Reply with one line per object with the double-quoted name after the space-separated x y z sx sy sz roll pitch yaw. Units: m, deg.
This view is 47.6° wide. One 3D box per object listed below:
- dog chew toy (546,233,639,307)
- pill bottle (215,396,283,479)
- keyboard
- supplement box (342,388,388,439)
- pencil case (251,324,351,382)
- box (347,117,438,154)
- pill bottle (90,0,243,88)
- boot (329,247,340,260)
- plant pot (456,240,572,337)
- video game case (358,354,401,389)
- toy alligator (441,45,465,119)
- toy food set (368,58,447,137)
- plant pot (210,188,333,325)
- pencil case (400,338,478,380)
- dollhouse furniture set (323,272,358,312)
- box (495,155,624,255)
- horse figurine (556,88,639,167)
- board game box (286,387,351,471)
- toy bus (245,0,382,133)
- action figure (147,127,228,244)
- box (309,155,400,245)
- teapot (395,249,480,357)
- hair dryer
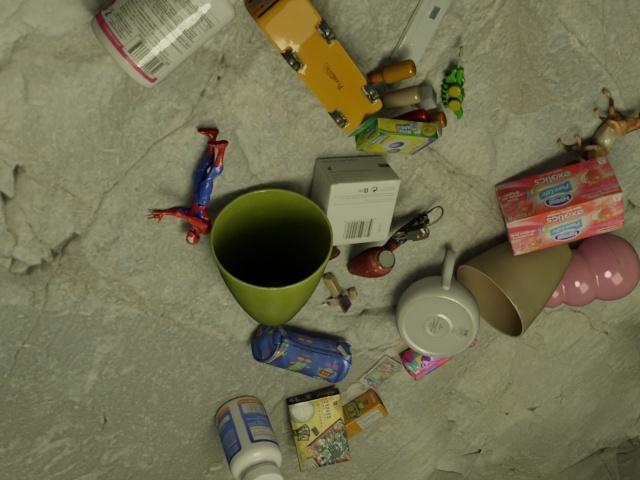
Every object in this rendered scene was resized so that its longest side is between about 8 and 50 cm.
0.787 0.108 2.199 0.331 0.207 0.207 -19 132 1 "dog chew toy"
-0.197 0.592 2.067 0.152 0.272 0.152 -13 130 -15 "pill bottle"
0.240 -0.500 1.580 0.072 0.014 0.256 8 123 -36 "keyboard"
0.096 0.575 2.322 0.233 0.078 0.080 -32 130 0 "supplement box"
-0.042 0.311 2.017 0.306 0.119 0.133 22 144 -37 "pencil case"
0.158 -0.230 1.603 0.179 0.043 0.105 2 164 -26 "box"
-0.256 -0.422 1.308 0.283 0.160 0.160 -38 132 7 "pill bottle"
0.000 0.000 1.851 0.106 0.037 0.114 -15 126 -17 "boot"
0.578 0.095 2.074 0.274 0.256 0.256 -37 134 -14 "plant pot"
0.187 0.415 2.281 0.122 0.011 0.087 -44 131 13 "video game case"
0.307 -0.368 1.690 0.051 0.056 0.190 9 134 20 "toy alligator"
0.202 -0.302 1.664 0.104 0.111 0.232 -9 153 28 "toy food set"
-0.114 0.073 1.730 0.274 0.275 0.293 -15 148 -13 "plant pot"
0.363 0.338 2.244 0.236 0.104 0.104 -33 133 4 "pencil case"
0.032 0.132 1.987 0.081 0.091 0.114 -11 117 38 "dollhouse furniture set"
0.638 -0.089 1.941 0.300 0.142 0.154 -15 138 12 "box"
0.753 -0.281 1.955 0.174 0.066 0.263 26 111 -32 "horse figurine"
-0.004 0.584 2.235 0.165 0.042 0.243 -11 110 -6 "board game box"
-0.006 -0.372 1.484 0.108 0.130 0.332 -39 132 7 "toy bus"
-0.294 -0.104 1.593 0.139 0.091 0.280 -7 128 -28 "action figure"
0.076 -0.096 1.750 0.181 0.119 0.182 -6 128 -21 "box"
0.335 0.190 2.063 0.256 0.187 0.252 -31 109 26 "teapot"
0.189 0.024 1.875 0.293 0.223 0.080 -30 93 25 "hair dryer"
